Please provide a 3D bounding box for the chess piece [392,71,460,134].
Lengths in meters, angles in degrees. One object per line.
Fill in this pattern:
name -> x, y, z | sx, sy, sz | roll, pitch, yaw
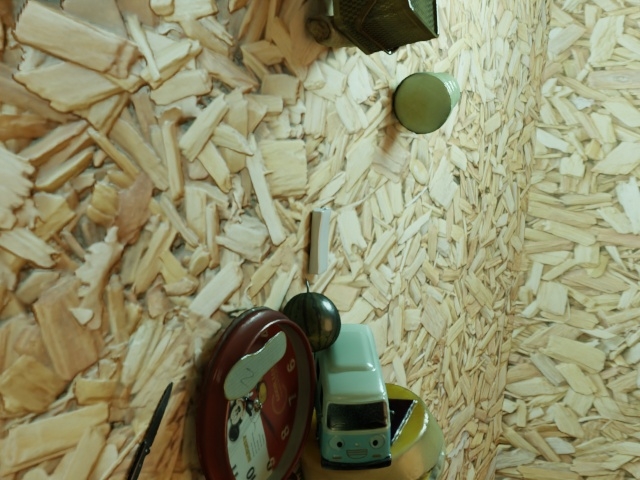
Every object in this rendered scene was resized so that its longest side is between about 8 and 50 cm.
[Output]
chess piece -> 0.248, -0.320, 2.335 | 0.243, 0.133, 0.133 | -41, 134, -68

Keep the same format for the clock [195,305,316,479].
clock -> -0.107, 0.265, 1.691 | 0.318, 0.080, 0.318 | -22, 115, -60

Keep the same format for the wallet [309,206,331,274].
wallet -> 0.000, 0.000, 1.939 | 0.061, 0.025, 0.122 | -19, 114, -64

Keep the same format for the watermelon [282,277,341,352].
watermelon -> -0.018, 0.131, 1.842 | 0.105, 0.105, 0.133 | -7, 87, -67

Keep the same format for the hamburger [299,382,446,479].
hamburger -> 0.095, 0.411, 1.982 | 0.300, 0.300, 0.176 | -56, 133, -47

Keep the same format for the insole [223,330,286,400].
insole -> -0.098, 0.192, 1.603 | 0.188, 0.004, 0.064 | -37, 128, -55

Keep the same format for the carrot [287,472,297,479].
carrot -> -0.084, 0.453, 1.869 | 0.170, 0.042, 0.042 | -27, 122, -66

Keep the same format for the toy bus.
toy bus -> 0.052, 0.270, 1.865 | 0.271, 0.133, 0.165 | -100, -170, -63

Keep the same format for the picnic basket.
picnic basket -> 0.110, -0.466, 1.815 | 0.165, 0.139, 0.267 | 24, 61, -61

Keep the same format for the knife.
knife -> -0.238, 0.273, 1.469 | 0.023, 0.010, 0.170 | 67, 36, -51

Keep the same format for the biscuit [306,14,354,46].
biscuit -> 0.038, -0.373, 1.867 | 0.055, 0.061, 0.219 | -60, 166, 19
